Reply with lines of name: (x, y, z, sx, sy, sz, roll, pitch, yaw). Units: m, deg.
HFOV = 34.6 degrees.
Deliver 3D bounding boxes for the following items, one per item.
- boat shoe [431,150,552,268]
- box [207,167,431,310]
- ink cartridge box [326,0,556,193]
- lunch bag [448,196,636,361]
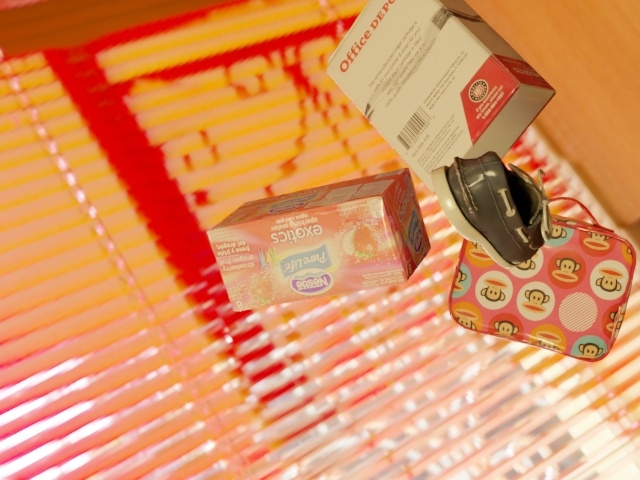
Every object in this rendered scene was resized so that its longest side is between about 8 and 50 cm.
boat shoe: (0.198, -0.037, 1.076, 0.079, 0.095, 0.254, -24, -27, 23)
box: (0.000, 0.000, 1.590, 0.299, 0.142, 0.154, -11, 15, 24)
ink cartridge box: (0.163, -0.228, 1.456, 0.114, 0.273, 0.197, -2, -43, -50)
lunch bag: (0.376, 0.050, 1.731, 0.120, 0.293, 0.258, -13, -62, -74)
